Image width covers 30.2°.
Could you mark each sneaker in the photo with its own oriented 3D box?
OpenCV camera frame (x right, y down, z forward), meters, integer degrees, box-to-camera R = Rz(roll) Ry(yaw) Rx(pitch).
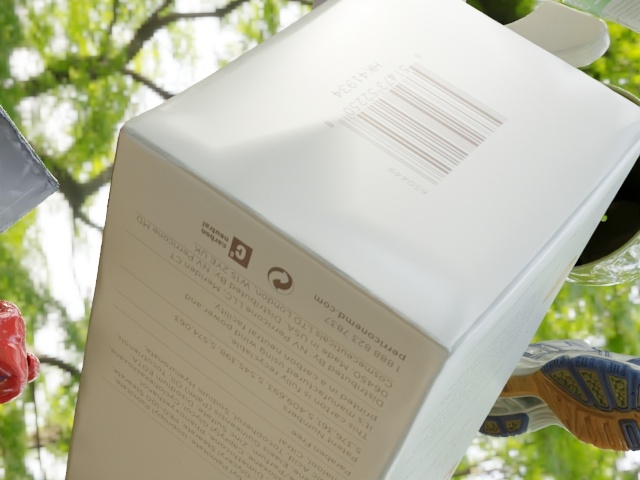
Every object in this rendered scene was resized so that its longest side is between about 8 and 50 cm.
[{"bbox_3d":[0.287,0.149,1.294,0.296,0.131,0.112,-1,-68,48],"label":"sneaker"}]

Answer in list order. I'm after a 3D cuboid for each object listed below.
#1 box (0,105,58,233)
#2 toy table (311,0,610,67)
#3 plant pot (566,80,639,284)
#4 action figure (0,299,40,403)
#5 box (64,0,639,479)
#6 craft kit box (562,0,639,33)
[{"bbox_3d":[-0.435,-0.063,0.924,0.179,0.343,0.312,46,-11,26],"label":"box"},{"bbox_3d":[0.113,-0.174,1.076,0.252,0.161,0.274,36,-15,26],"label":"toy table"},{"bbox_3d":[0.397,-0.046,1.716,0.293,0.274,0.275,33,38,-56],"label":"plant pot"},{"bbox_3d":[-0.305,0.067,0.827,0.280,0.139,0.092,42,36,-62],"label":"action figure"},{"bbox_3d":[0.001,0.063,0.644,0.168,0.215,0.345,34,-45,16],"label":"box"},{"bbox_3d":[0.423,-0.274,1.402,0.250,0.246,0.061,-50,161,-85],"label":"craft kit box"}]
